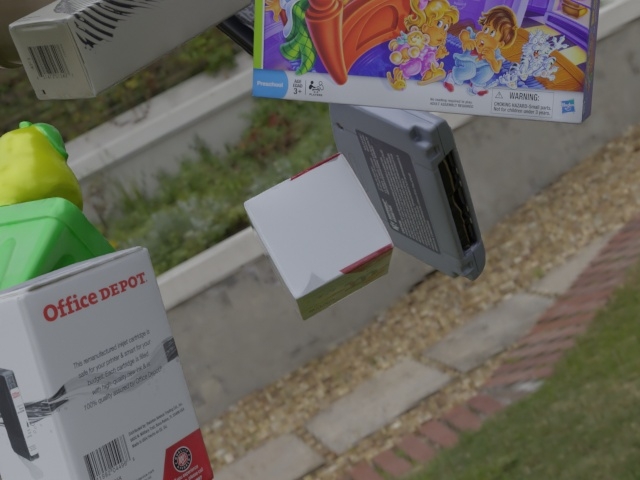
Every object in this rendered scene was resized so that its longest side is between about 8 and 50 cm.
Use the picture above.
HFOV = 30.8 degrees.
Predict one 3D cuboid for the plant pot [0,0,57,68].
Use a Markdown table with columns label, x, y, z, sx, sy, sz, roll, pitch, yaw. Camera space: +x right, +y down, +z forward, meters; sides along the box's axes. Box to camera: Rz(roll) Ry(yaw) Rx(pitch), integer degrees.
| label | x | y | z | sx | sy | sz | roll | pitch | yaw |
| --- | --- | --- | --- | --- | --- | --- | --- | --- | --- |
| plant pot | -0.452 | -0.441 | 2.062 | 0.280 | 0.323 | 0.323 | 14 | 23 | 11 |

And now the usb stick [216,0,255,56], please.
| label | x | y | z | sx | sy | sz | roll | pitch | yaw |
| --- | --- | --- | --- | --- | --- | --- | --- | --- | --- |
| usb stick | -0.109 | -0.303 | 1.522 | 0.077 | 0.278 | 0.045 | -49 | -4 | -17 |

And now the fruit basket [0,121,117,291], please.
| label | x | y | z | sx | sy | sz | roll | pitch | yaw |
| --- | --- | --- | --- | --- | --- | --- | --- | --- | --- |
| fruit basket | -0.479 | 0.005 | 1.919 | 0.392 | 0.283 | 0.392 | -21 | 38 | 18 |

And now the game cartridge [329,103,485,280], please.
| label | x | y | z | sx | sy | sz | roll | pitch | yaw |
| --- | --- | --- | --- | --- | --- | --- | --- | --- | --- |
| game cartridge | 0.111 | -0.081 | 1.542 | 0.196 | 0.294 | 0.060 | 26 | 63 | 36 |

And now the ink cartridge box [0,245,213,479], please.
| label | x | y | z | sx | sy | sz | roll | pitch | yaw |
| --- | --- | --- | --- | --- | --- | --- | --- | --- | --- |
| ink cartridge box | -0.244 | 0.163 | 1.221 | 0.114 | 0.273 | 0.197 | -10 | 8 | 34 |

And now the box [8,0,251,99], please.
| label | x | y | z | sx | sy | sz | roll | pitch | yaw |
| --- | --- | --- | --- | --- | --- | --- | --- | --- | --- |
| box | -0.212 | -0.260 | 1.338 | 0.113 | 0.094 | 0.275 | 3 | 32 | 39 |

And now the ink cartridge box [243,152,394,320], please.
| label | x | y | z | sx | sy | sz | roll | pitch | yaw |
| --- | --- | --- | --- | --- | --- | --- | --- | --- | --- |
| ink cartridge box | 0.000 | 0.000 | 1.351 | 0.128 | 0.127 | 0.176 | -29 | -10 | -4 |

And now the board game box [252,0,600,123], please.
| label | x | y | z | sx | sy | sz | roll | pitch | yaw |
| --- | --- | --- | --- | --- | --- | --- | --- | --- | --- |
| board game box | 0.106 | -0.252 | 1.182 | 0.347 | 0.233 | 0.078 | 7 | 15 | 19 |
